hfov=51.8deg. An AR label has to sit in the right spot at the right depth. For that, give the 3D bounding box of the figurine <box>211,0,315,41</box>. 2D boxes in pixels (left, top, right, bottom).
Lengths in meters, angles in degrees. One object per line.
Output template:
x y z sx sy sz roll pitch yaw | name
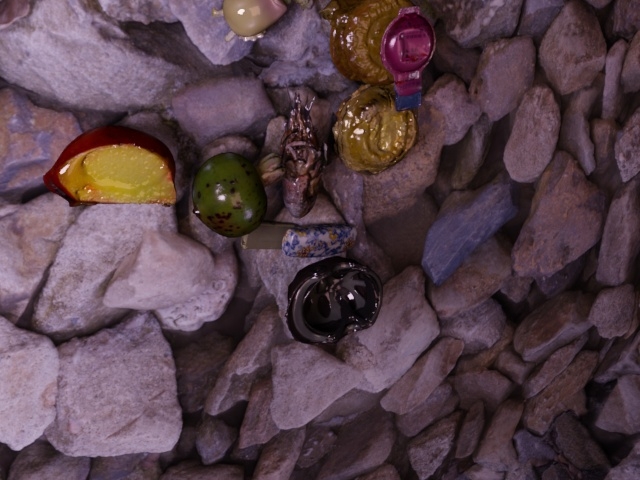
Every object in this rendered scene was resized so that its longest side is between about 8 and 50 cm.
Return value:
-0.050 -0.552 1.406 0.394 0.275 0.227 -29 125 5 | figurine

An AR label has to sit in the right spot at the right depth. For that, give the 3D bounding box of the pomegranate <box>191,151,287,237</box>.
-0.191 -0.121 1.559 0.247 0.202 0.202 -29 126 -14 | pomegranate

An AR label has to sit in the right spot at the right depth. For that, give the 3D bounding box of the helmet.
0.014 0.151 1.843 0.305 0.177 0.225 -11 113 -20 | helmet

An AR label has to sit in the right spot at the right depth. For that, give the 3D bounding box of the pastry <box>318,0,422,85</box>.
0.145 -0.502 1.618 0.240 0.132 0.235 -32 128 -16 | pastry

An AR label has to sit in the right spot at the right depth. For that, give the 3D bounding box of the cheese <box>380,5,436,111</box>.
0.210 -0.432 1.577 0.155 0.062 0.245 -15 121 -19 | cheese

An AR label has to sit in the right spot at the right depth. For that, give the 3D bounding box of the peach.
-0.447 -0.165 1.397 0.267 0.154 0.159 -4 117 -24 | peach

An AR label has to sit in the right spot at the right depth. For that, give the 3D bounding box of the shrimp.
-0.055 -0.217 1.649 0.145 0.116 0.343 -29 127 -47 | shrimp

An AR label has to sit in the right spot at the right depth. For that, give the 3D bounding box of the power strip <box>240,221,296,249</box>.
-0.143 -0.013 1.750 0.168 0.028 0.076 3 112 -36 | power strip

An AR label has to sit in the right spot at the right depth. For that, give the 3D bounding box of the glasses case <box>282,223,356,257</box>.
0.000 0.000 1.814 0.247 0.065 0.087 -8 123 -42 | glasses case

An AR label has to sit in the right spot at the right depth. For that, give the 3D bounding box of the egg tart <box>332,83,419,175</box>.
0.164 -0.294 1.763 0.278 0.095 0.279 -16 123 -27 | egg tart
